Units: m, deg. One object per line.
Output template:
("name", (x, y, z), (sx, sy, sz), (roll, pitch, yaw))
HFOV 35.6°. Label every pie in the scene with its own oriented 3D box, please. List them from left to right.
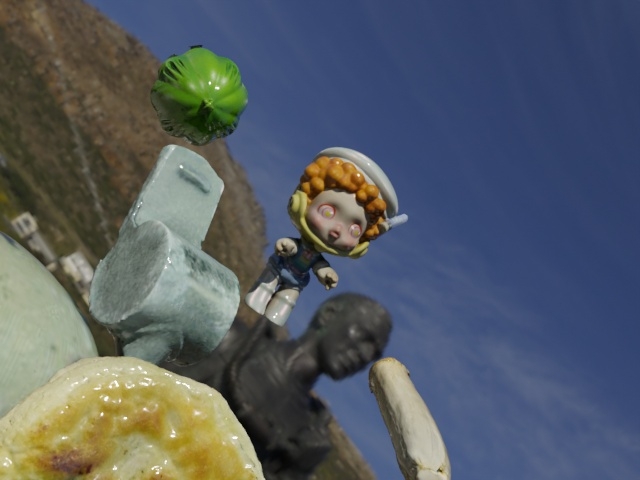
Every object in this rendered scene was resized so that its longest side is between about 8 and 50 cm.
("pie", (-0.212, 0.277, 1.004), (0.337, 0.337, 0.075), (58, -23, -6))

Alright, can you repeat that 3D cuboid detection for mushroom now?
("mushroom", (0.164, 0.347, 1.833), (0.122, 0.095, 0.351), (57, 5, -32))

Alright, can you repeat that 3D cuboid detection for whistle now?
("whistle", (-0.258, 0.035, 1.657), (0.168, 0.188, 0.404), (38, 32, -38))

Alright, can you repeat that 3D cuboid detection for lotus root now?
("lotus root", (-0.209, -0.250, 1.774), (0.186, 0.186, 0.186), (43, -27, 27))

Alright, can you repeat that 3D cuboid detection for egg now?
("egg", (-0.455, 0.132, 1.141), (0.428, 0.345, 0.345), (19, -25, -6))

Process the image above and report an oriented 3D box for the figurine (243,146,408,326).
("figurine", (-0.025, -0.017, 2.020), (0.224, 0.382, 0.205), (51, -5, -15))
